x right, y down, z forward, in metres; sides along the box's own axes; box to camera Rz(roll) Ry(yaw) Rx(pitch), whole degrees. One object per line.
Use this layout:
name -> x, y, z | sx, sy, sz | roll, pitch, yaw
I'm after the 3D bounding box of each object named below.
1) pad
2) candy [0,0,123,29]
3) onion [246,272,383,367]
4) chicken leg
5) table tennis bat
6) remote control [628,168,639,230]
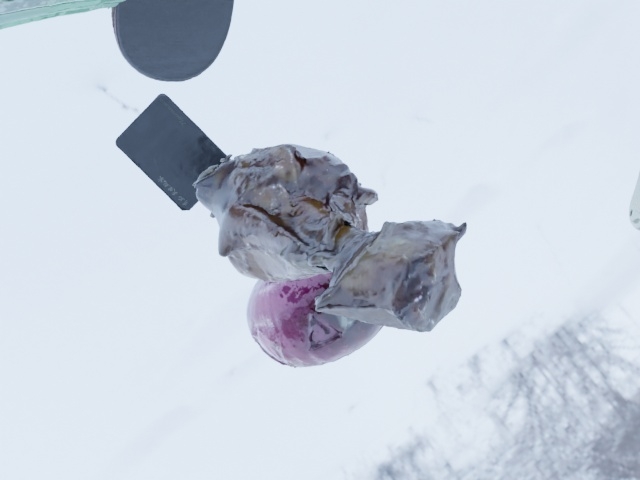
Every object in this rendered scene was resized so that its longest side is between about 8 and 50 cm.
pad -> -0.224, -0.134, 1.437 | 0.112, 0.157, 0.003 | -45, -174, 6
candy -> -0.368, -0.343, 0.805 | 0.172, 0.398, 0.263 | -23, -172, 45
onion -> 0.007, 0.085, 1.293 | 0.207, 0.201, 0.201 | 0, 142, -29
chicken leg -> 0.000, 0.000, 0.584 | 0.113, 0.093, 0.304 | -25, -160, -10
table tennis bat -> -0.181, -0.353, 1.211 | 0.173, 0.022, 0.301 | -3, 113, -35
remote control -> 0.267, -0.032, 0.708 | 0.122, 0.032, 0.074 | -79, 179, -75
